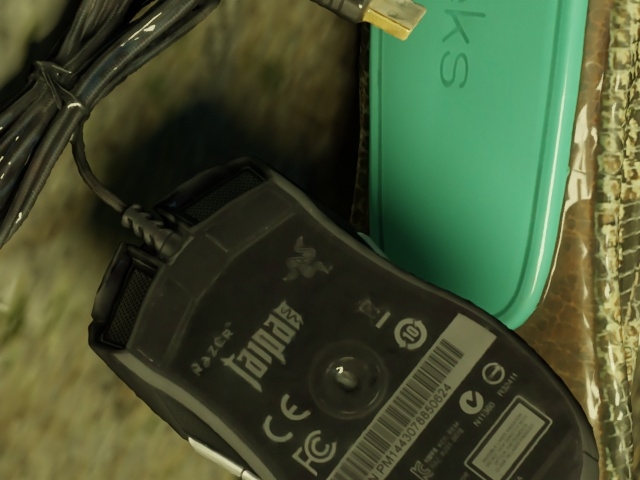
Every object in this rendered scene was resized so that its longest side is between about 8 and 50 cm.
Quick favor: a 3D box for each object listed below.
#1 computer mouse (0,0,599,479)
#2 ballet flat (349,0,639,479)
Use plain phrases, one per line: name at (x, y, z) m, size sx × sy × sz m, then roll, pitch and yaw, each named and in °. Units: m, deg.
computer mouse at (0.000, 0.000, 0.644) m, size 0.184 × 0.262 × 0.060 m, roll -56°, pitch 167°, yaw -11°
ballet flat at (0.076, 0.053, 0.738) m, size 0.182 × 0.164 × 0.482 m, roll 6°, pitch 97°, yaw -54°
